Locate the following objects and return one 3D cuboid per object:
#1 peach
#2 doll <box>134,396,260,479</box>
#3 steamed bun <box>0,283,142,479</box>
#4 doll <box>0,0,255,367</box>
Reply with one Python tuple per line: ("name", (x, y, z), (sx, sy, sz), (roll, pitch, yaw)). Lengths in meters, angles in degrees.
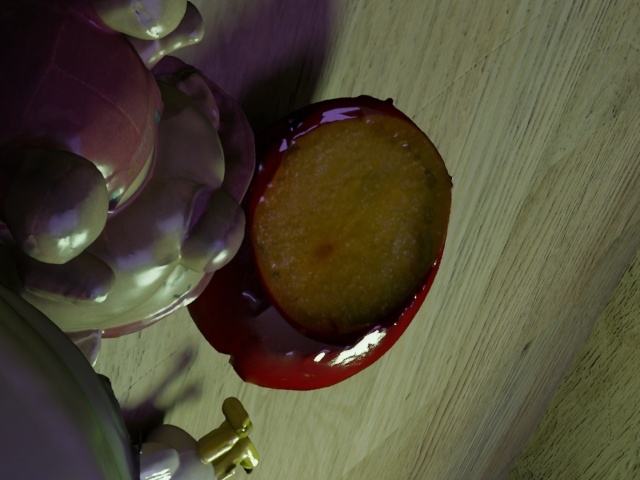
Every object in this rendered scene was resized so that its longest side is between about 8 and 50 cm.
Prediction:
("peach", (0.000, 0.000, 0.884), (0.196, 0.190, 0.226), (1, 134, -51))
("doll", (-0.210, 0.280, 1.065), (0.365, 0.094, 0.160), (-41, 154, -23))
("steamed bun", (-0.254, 0.132, 0.503), (0.309, 0.309, 0.309), (-41, 157, -22))
("doll", (-0.119, -0.035, 0.642), (0.196, 0.152, 0.256), (-40, 159, -12))
